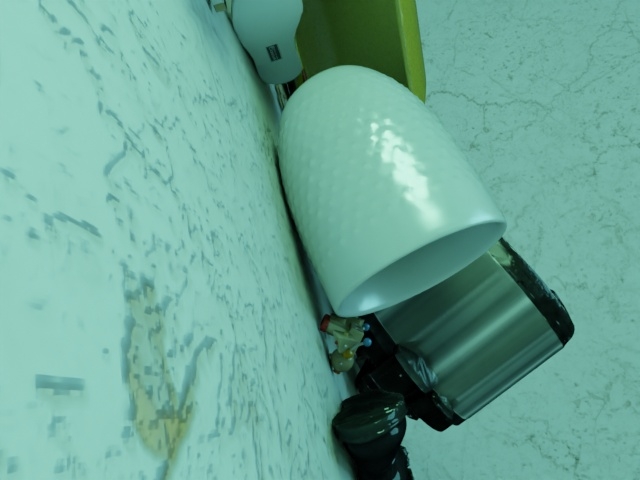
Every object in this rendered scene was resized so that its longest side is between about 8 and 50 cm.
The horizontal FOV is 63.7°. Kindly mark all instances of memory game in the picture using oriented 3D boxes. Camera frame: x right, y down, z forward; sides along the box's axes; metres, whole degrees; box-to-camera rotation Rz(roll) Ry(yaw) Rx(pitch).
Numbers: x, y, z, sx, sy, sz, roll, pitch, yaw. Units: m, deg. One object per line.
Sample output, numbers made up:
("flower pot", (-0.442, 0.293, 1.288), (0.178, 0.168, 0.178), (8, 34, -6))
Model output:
("memory game", (-0.077, -0.297, 1.252), (0.186, 0.012, 0.186), (-16, 90, -86))

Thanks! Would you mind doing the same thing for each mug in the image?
("mug", (0.073, -0.070, 0.837), (0.374, 0.276, 0.328), (104, -37, -64))

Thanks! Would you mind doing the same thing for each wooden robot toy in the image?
("wooden robot toy", (0.029, 0.160, 0.783), (0.173, 0.076, 0.079), (-40, 149, -85))

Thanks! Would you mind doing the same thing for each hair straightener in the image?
("hair straightener", (0.126, 0.355, 1.306), (0.089, 0.047, 0.231), (-100, 177, -49))

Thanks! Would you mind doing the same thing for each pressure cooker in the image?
("pressure cooker", (0.245, 0.180, 1.074), (0.370, 0.420, 0.376), (42, 11, -40))

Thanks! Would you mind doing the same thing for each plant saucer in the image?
("plant saucer", (0.060, -0.388, 0.892), (0.332, 0.081, 0.333), (38, -24, 45))

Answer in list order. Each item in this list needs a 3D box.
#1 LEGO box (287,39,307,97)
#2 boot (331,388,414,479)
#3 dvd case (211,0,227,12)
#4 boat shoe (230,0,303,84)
("LEGO box", (-0.005, -0.554, 1.496), (0.372, 0.193, 0.501), (96, -20, -72))
("boot", (0.091, 0.308, 0.662), (0.246, 0.094, 0.207), (82, -10, -78))
("dvd case", (-0.160, -0.396, 0.573), (0.221, 0.018, 0.165), (65, 9, -57))
("boat shoe", (-0.084, -0.365, 0.832), (0.301, 0.108, 0.102), (60, 15, -81))
